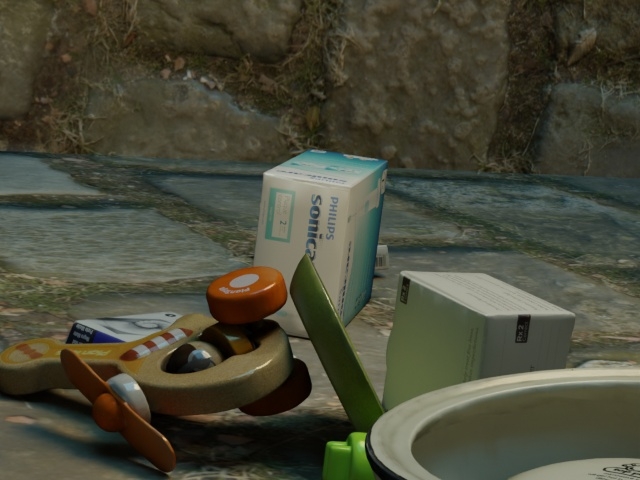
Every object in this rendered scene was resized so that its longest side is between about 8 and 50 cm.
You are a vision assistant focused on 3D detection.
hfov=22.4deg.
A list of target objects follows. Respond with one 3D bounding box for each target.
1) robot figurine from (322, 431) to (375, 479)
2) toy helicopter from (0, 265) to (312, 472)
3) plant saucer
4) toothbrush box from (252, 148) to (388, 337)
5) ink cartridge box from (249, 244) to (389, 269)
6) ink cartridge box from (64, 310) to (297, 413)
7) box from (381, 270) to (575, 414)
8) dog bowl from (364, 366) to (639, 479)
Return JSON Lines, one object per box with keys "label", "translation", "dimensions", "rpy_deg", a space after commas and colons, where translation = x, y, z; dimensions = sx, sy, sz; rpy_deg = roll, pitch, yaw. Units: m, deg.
{"label": "robot figurine", "translation": [0.062, 0.220, 1.559], "dimensions": [0.115, 0.067, 0.101], "rpy_deg": [6, -1, -9]}
{"label": "toy helicopter", "translation": [-0.199, 0.142, 1.682], "dimensions": [0.355, 0.140, 0.235], "rpy_deg": [-2, 24, 27]}
{"label": "plant saucer", "translation": [0.023, 0.128, 1.691], "dimensions": [0.037, 0.241, 0.241], "rpy_deg": [-25, 13, 0]}
{"label": "toothbrush box", "translation": [0.000, 0.000, 2.258], "dimensions": [0.126, 0.216, 0.295], "rpy_deg": [9, 12, 10]}
{"label": "ink cartridge box", "translation": [-0.003, 0.035, 2.585], "dimensions": [0.145, 0.045, 0.179], "rpy_deg": [-4, -2, -44]}
{"label": "ink cartridge box", "translation": [-0.181, 0.136, 1.880], "dimensions": [0.223, 0.045, 0.224], "rpy_deg": [17, 15, 38]}
{"label": "box", "translation": [0.164, 0.140, 1.740], "dimensions": [0.119, 0.180, 0.182], "rpy_deg": [1, 13, -28]}
{"label": "dog bowl", "translation": [0.242, 0.224, 1.311], "dimensions": [0.408, 0.150, 0.408], "rpy_deg": [-3, 10, 1]}
